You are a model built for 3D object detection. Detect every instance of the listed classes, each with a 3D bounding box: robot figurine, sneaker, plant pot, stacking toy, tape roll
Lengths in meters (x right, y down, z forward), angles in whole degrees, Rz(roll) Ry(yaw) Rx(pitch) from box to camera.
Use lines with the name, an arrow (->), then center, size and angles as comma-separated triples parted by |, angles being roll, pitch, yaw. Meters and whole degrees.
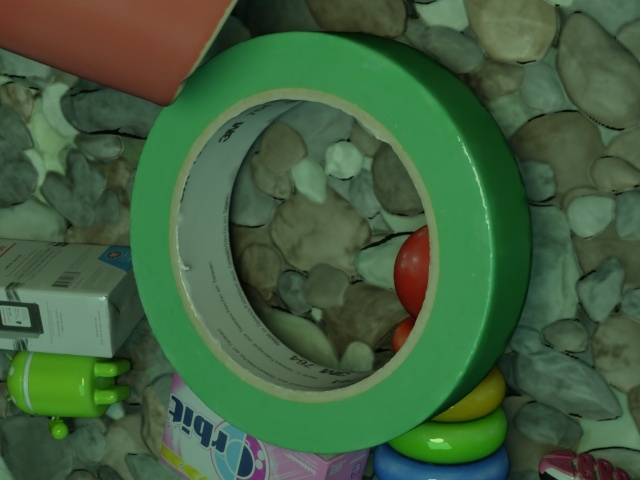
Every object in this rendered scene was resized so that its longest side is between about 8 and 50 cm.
robot figurine -> -0.231, 0.126, 1.171 | 0.115, 0.067, 0.101 | 1, 94, 14
sneaker -> 0.255, 0.243, 1.105 | 0.170, 0.063, 0.075 | 27, 109, -4
plant pot -> -0.163, -0.238, 0.914 | 0.243, 0.275, 0.275 | 30, 116, -10
stacking toy -> 0.102, 0.143, 1.078 | 0.141, 0.141, 0.330 | 3, 105, 12
tape roll -> 0.000, 0.000, 0.998 | 0.321, 0.077, 0.321 | 6, 101, 31

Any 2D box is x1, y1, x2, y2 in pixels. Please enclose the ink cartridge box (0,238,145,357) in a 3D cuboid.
ink cartridge box -> -0.249, 0.047, 1.123 | 0.180, 0.104, 0.060 | 3, 114, 13

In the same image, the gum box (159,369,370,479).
gum box -> -0.055, 0.178, 1.116 | 0.188, 0.062, 0.107 | 30, 119, 32
